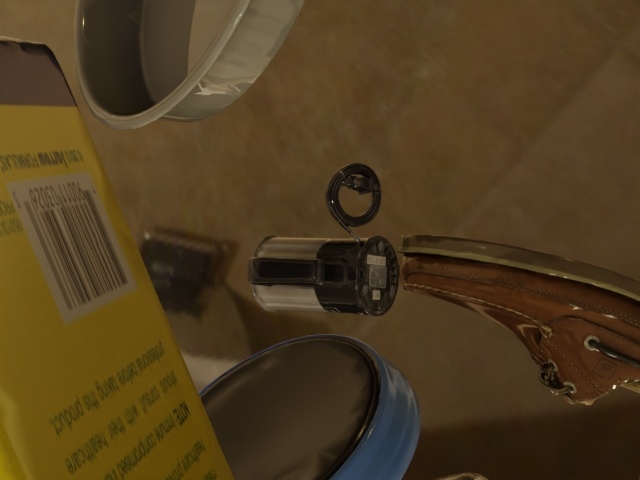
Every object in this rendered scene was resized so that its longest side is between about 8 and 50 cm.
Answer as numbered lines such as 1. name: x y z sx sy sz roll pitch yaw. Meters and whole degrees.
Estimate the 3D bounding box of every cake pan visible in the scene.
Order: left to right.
1. cake pan: -0.082 -0.212 1.069 0.054 0.293 0.293 16 105 -32

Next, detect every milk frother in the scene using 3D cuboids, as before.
1. milk frother: 0.000 0.000 1.577 0.129 0.135 0.143 37 61 -52

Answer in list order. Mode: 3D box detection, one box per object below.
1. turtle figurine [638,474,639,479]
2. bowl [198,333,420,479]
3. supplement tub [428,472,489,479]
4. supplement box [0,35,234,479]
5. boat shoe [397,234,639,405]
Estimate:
1. turtle figurine: 0.376 0.381 1.765 0.175 0.118 0.234 39 70 -37
2. bowl: -0.063 0.270 1.942 0.391 0.391 0.077 -33 117 2
3. supplement tub: 0.038 0.358 1.551 0.316 0.193 0.193 -16 113 21
4. supplement box: -0.122 0.137 0.449 0.194 0.195 0.356 -23 92 8
5. boat shoe: 0.197 0.071 1.106 0.307 0.111 0.104 14 91 8
